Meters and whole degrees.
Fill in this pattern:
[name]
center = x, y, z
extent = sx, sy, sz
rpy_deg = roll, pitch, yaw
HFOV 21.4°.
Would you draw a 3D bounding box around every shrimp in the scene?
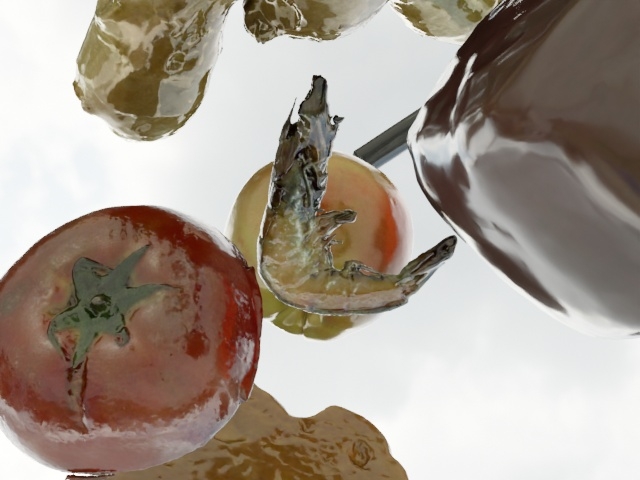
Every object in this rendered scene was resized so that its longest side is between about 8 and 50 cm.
[shrimp]
center = 0.033, -0.026, 1.252
extent = 0.147, 0.195, 0.035
rpy_deg = 11, -151, 1

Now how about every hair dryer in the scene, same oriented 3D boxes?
[hair dryer]
center = 0.113, -0.125, 1.832
extent = 0.219, 0.124, 0.071
rpy_deg = -34, -101, -5

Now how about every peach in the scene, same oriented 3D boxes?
[peach]
center = 0.000, 0.000, 1.587
extent = 0.184, 0.184, 0.184
rpy_deg = -3, -135, 3

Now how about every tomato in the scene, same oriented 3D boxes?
[tomato]
center = -0.151, 0.059, 1.228
extent = 0.225, 0.085, 0.225
rpy_deg = -10, -126, 14

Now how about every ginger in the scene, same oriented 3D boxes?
[ginger]
center = -0.013, -0.219, 1.238
extent = 0.363, 0.348, 0.122
rpy_deg = -8, -120, -7

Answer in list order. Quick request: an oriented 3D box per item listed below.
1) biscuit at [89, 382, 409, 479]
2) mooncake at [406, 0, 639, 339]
[biscuit]
center = -0.068, 0.246, 1.583
extent = 0.312, 0.057, 0.351
rpy_deg = 10, -146, -4
[mooncake]
center = 0.190, -0.100, 0.896
extent = 0.174, 0.334, 0.326
rpy_deg = 41, -147, -3
